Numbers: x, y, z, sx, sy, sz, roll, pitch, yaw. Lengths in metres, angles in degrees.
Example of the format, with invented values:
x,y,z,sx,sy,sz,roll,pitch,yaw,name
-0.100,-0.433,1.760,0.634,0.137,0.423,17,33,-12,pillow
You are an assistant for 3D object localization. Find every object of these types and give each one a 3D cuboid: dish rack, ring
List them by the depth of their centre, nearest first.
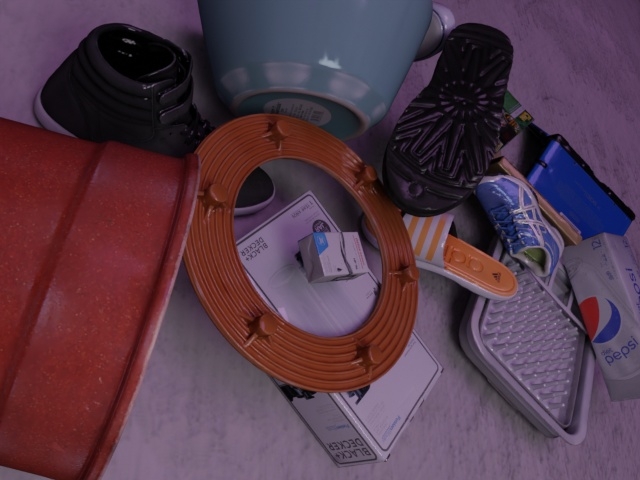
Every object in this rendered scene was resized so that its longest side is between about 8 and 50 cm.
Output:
x,y,z,sx,sy,sz,roll,pitch,yaw,name
0.000,0.000,0.618,0.337,0.032,0.336,21,56,-34,ring
0.357,0.147,0.936,0.285,0.072,0.333,46,46,-11,dish rack

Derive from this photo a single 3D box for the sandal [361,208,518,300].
x,y,z,sx,sy,sz,roll,pitch,yaw,name
0.195,0.000,0.834,0.265,0.076,0.102,24,47,-1,sandal

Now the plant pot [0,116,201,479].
x,y,z,sx,sy,sz,roll,pitch,yaw,name
-0.259,0.017,0.389,0.265,0.272,0.272,20,55,-21,plant pot

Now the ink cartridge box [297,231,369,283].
x,y,z,sx,sy,sz,roll,pitch,yaw,name
0.021,0.017,0.585,0.083,0.028,0.048,-2,71,-43,ink cartridge box

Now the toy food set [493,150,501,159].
x,y,z,sx,sy,sz,roll,pitch,yaw,name
0.283,-0.206,1.098,0.192,0.038,0.132,32,42,-16,toy food set

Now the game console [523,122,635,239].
x,y,z,sx,sy,sz,roll,pitch,yaw,name
0.565,-0.109,1.277,0.293,0.173,0.250,39,79,-15,game console

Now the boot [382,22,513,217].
x,y,z,sx,sy,sz,roll,pitch,yaw,name
0.181,-0.127,0.836,0.131,0.260,0.348,26,63,8,boot

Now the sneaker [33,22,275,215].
x,y,z,sx,sy,sz,roll,pitch,yaw,name
-0.153,-0.126,0.616,0.296,0.147,0.104,25,51,-28,sneaker

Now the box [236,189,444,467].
x,y,z,sx,sy,sz,roll,pitch,yaw,name
0.005,0.103,0.661,0.290,0.087,0.169,52,45,-3,box

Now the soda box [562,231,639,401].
x,y,z,sx,sy,sz,roll,pitch,yaw,name
0.533,0.134,0.974,0.098,0.091,0.286,6,65,-39,soda box

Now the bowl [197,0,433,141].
x,y,z,sx,sy,sz,roll,pitch,yaw,name
-0.017,-0.232,0.712,0.312,0.311,0.163,13,78,-34,bowl

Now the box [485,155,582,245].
x,y,z,sx,sy,sz,roll,pitch,yaw,name
0.364,-0.067,1.002,0.201,0.164,0.021,44,86,-4,box

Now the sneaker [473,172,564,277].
x,y,z,sx,sy,sz,roll,pitch,yaw,name
0.331,-0.027,0.905,0.211,0.080,0.081,43,46,-12,sneaker

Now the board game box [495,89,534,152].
x,y,z,sx,sy,sz,roll,pitch,yaw,name
0.386,-0.280,1.195,0.136,0.030,0.260,48,40,6,board game box

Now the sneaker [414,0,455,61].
x,y,z,sx,sy,sz,roll,pitch,yaw,name
0.098,-0.332,0.892,0.091,0.258,0.094,-28,118,-32,sneaker
